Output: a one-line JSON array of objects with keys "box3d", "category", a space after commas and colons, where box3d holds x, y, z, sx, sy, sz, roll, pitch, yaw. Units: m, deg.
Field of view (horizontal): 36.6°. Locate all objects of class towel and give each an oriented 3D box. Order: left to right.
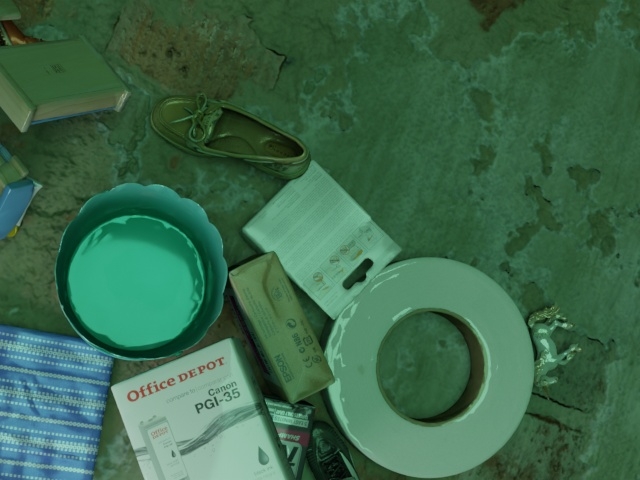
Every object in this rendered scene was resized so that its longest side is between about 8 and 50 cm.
[{"box3d": [-0.470, 0.307, 1.534, 0.243, 0.040, 0.336, 13, 74, -21], "category": "towel"}]

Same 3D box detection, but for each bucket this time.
[{"box3d": [-0.291, 0.059, 1.547, 0.281, 0.183, 0.281, 2, 81, -14], "category": "bucket"}]

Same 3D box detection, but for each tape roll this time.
[{"box3d": [0.186, 0.222, 1.713, 0.392, 0.072, 0.392, 1, 87, -12], "category": "tape roll"}]

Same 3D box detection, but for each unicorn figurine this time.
[{"box3d": [0.425, 0.203, 1.781, 0.111, 0.060, 0.162, -18, 75, -13], "category": "unicorn figurine"}]

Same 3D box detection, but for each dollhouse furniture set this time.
[{"box3d": [-0.501, -0.196, 1.554, 0.286, 0.303, 0.198, 49, 36, 14], "category": "dollhouse furniture set"}]

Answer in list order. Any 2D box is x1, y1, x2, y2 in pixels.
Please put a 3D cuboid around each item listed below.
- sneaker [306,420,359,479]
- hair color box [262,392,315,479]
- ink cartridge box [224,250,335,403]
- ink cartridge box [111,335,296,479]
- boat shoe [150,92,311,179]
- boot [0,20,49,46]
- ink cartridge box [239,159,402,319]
[{"box3d": [0.038, 0.419, 1.648, 0.078, 0.106, 0.234, -19, 91, -14], "category": "sneaker"}, {"box3d": [-0.130, 0.427, 1.610, 0.174, 0.105, 0.347, 12, 84, -11], "category": "hair color box"}, {"box3d": [-0.078, 0.140, 1.594, 0.088, 0.193, 0.235, -26, 92, -13], "category": "ink cartridge box"}, {"box3d": [-0.176, 0.314, 1.495, 0.207, 0.117, 0.283, -22, 84, -1], "category": "ink cartridge box"}, {"box3d": [-0.151, -0.186, 1.635, 0.285, 0.089, 0.105, 16, 80, 1], "category": "boat shoe"}, {"box3d": [-0.477, -0.318, 1.605, 0.084, 0.059, 0.158, -37, 103, -15], "category": "boot"}, {"box3d": [0.000, 0.000, 1.681, 0.225, 0.056, 0.181, 45, 78, -1], "category": "ink cartridge box"}]
